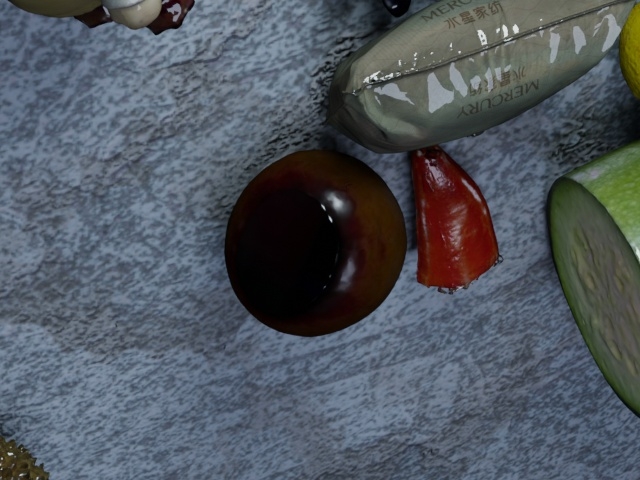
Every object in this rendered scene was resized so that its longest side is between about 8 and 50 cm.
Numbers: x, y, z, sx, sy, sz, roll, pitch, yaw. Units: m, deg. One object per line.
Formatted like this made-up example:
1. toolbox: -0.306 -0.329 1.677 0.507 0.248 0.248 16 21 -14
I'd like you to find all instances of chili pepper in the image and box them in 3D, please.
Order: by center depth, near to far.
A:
1. chili pepper: 0.113 -0.033 1.807 0.088 0.065 0.169 -38 138 -16

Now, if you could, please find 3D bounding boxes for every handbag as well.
1. handbag: 0.122 -0.146 1.635 0.270 0.117 0.182 -20 -179 -14

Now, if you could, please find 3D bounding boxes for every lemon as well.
1. lemon: 0.320 -0.172 1.745 0.109 0.109 0.133 -19 149 -13

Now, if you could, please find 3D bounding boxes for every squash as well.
1. squash: 0.438 -0.016 1.869 0.384 0.263 0.263 -22 140 -11

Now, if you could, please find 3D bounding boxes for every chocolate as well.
1. chocolate: 0.000 0.000 1.708 0.176 0.177 0.177 -17 139 -16

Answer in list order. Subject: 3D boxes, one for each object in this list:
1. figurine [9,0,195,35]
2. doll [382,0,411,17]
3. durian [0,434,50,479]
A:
1. figurine: -0.246 -0.204 1.293 0.206 0.218 0.365 -59 144 -8
2. doll: 0.132 -0.273 1.539 0.248 0.088 0.127 -36 170 17
3. durian: -0.328 0.249 1.748 0.196 0.167 0.196 -13 128 -17
